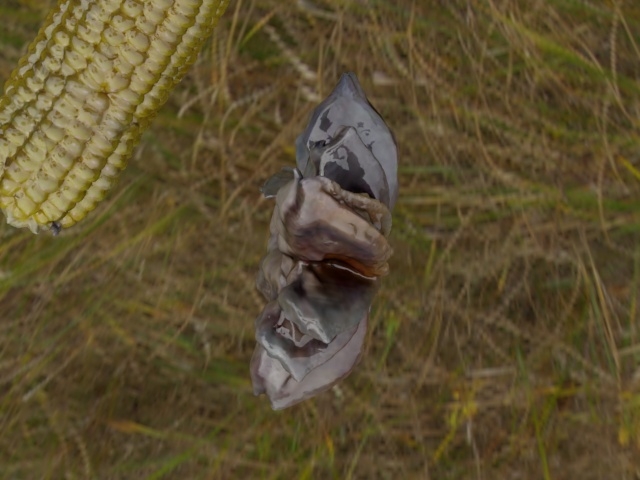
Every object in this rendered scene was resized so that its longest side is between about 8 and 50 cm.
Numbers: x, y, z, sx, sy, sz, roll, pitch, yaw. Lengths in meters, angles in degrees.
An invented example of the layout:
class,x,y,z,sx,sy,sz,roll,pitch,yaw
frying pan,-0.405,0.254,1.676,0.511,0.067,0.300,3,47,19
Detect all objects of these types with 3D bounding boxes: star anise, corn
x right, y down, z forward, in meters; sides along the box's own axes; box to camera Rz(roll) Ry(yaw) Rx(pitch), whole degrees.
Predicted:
class,x,y,z,sx,sy,sz,roll,pitch,yaw
star anise,0.000,0.000,1.111,0.093,0.236,0.229,10,83,-2
corn,-0.117,-0.137,1.025,0.101,0.101,0.291,30,107,-7
